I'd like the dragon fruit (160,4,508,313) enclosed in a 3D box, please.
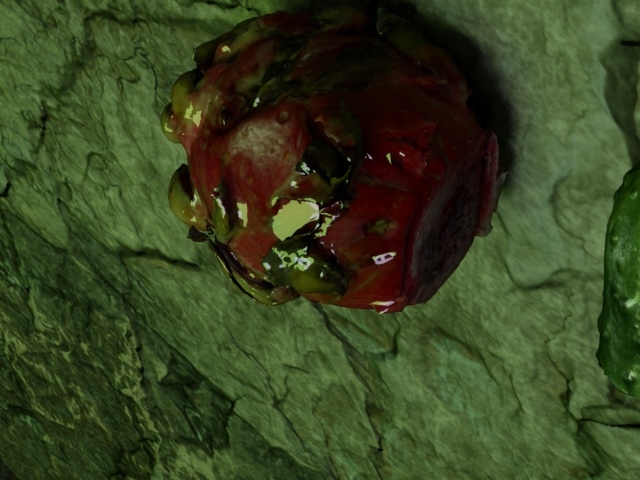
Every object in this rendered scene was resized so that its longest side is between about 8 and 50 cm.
[{"bbox_3d":[-0.007,-0.070,1.597,0.291,0.269,0.250,28,137,22],"label":"dragon fruit"}]

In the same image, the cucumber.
[{"bbox_3d":[0.279,0.007,1.463,0.134,0.134,0.244,25,142,32],"label":"cucumber"}]
